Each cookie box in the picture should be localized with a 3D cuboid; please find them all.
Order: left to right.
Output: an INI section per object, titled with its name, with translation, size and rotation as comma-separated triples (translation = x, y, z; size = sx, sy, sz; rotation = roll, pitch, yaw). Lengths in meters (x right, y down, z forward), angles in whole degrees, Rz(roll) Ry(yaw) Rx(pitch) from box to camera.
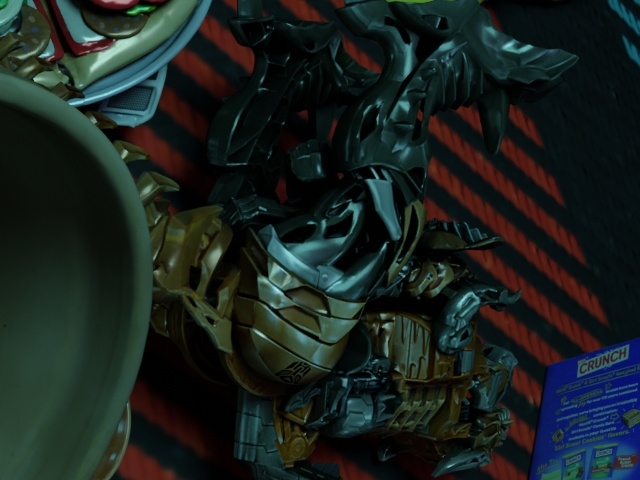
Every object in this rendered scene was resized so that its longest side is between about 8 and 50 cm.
[cookie box]
translation = 0.165, 0.112, 0.646
size = 0.040, 0.092, 0.107
rotation = 36, 52, -24

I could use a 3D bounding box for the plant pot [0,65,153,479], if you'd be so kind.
[plant pot]
translation = -0.173, 0.038, 0.363
size = 0.110, 0.237, 0.237
rotation = 31, 39, 29

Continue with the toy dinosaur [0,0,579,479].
[toy dinosaur]
translation = 0.000, 0.000, 0.511
size = 0.322, 0.164, 0.218
rotation = 43, 66, -59

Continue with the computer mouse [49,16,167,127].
[computer mouse]
translation = -0.104, -0.088, 0.558
size = 0.106, 0.042, 0.193
rotation = 24, 62, -21

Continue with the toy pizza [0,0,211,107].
[toy pizza]
translation = -0.142, -0.150, 0.521
size = 0.201, 0.032, 0.201
rotation = 7, 66, -16

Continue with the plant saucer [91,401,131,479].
[plant saucer]
translation = -0.120, 0.073, 0.489
size = 0.083, 0.013, 0.083
rotation = 16, 62, -32

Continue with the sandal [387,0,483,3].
[sandal]
translation = 0.154, -0.230, 0.765
size = 0.317, 0.138, 0.126
rotation = -33, 90, -44
